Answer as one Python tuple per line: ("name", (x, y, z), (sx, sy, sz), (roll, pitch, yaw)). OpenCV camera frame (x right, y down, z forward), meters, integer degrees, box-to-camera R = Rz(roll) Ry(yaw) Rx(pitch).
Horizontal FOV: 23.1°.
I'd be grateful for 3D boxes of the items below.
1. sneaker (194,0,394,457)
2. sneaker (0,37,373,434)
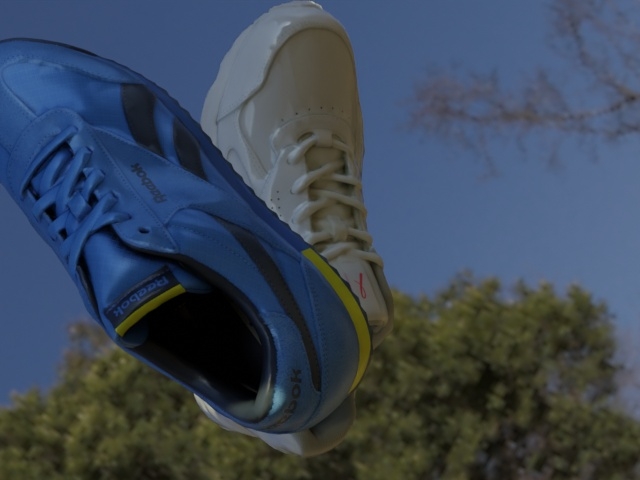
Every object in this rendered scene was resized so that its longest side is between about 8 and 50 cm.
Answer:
("sneaker", (0.000, 0.000, 0.778), (0.090, 0.115, 0.232), (-7, -72, -31))
("sneaker", (-0.072, -0.007, 0.591), (0.069, 0.209, 0.082), (-54, -17, 20))
